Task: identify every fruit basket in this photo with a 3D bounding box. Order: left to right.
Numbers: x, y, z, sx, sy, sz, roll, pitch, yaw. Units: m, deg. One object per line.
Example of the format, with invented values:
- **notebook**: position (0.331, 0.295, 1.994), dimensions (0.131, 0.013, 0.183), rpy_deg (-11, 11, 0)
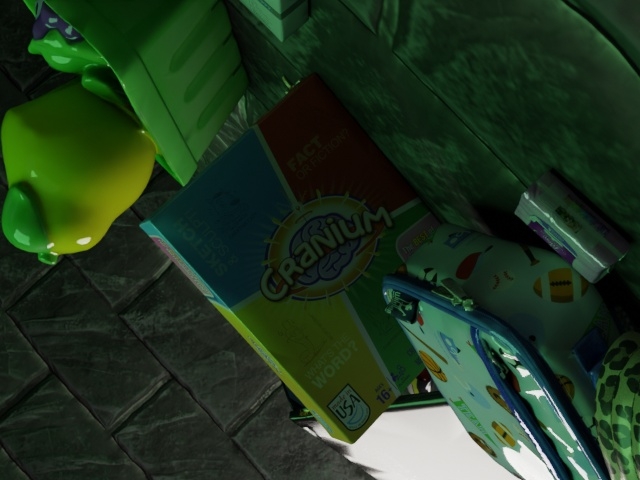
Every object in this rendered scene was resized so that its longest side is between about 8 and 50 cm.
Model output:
- **fruit basket**: position (-0.275, -0.172, 1.064), dimensions (0.283, 0.392, 0.392), rpy_deg (45, 171, 14)

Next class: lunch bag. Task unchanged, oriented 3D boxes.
- **lunch bag**: position (0.191, 0.124, 0.802), dimensions (0.303, 0.115, 0.243), rpy_deg (54, 167, -26)

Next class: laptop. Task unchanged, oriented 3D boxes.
- **laptop**: position (0.134, 0.221, 1.268), dimensions (0.408, 0.236, 0.382), rpy_deg (-15, 139, 35)

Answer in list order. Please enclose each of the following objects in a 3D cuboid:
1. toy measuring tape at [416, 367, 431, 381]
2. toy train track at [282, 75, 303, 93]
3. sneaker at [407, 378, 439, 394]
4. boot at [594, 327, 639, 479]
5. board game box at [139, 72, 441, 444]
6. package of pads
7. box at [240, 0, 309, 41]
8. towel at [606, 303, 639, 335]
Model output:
- **toy measuring tape**: position (0.183, 0.148, 1.142), dimensions (0.330, 0.121, 0.121), rpy_deg (28, 160, 42)
- **toy train track**: position (-0.030, -0.171, 1.030), dimensions (0.048, 0.014, 0.083), rpy_deg (48, 171, -5)
- **sneaker**: position (0.235, 0.249, 1.407), dimensions (0.121, 0.111, 0.300), rpy_deg (28, 167, 40)
- **boot**: position (0.343, 0.224, 0.566), dimensions (0.377, 0.138, 0.284), rpy_deg (55, 168, -21)
- **board game box**: position (0.004, 0.020, 0.958), dimensions (0.316, 0.242, 0.064), rpy_deg (48, 163, -11)
- **package of pads**: position (0.184, -0.009, 0.654), dimensions (0.083, 0.032, 0.050), rpy_deg (45, 170, 16)
- **box**: position (-0.071, -0.262, 0.741), dimensions (0.145, 0.038, 0.186), rpy_deg (46, 170, 8)
- **towel**: position (0.296, 0.159, 0.890), dimensions (0.243, 0.040, 0.336), rpy_deg (50, 170, 0)
